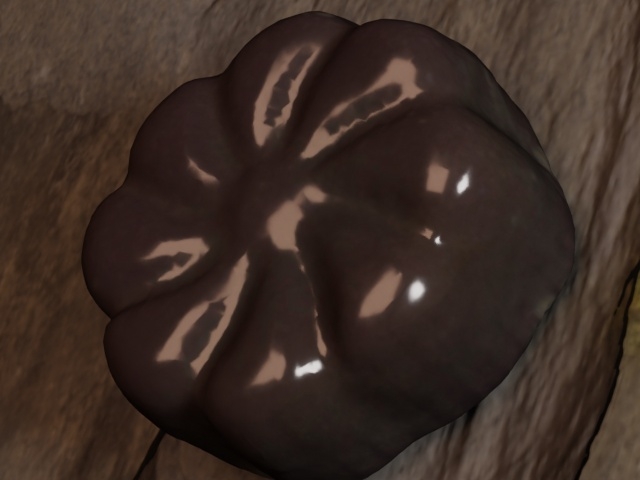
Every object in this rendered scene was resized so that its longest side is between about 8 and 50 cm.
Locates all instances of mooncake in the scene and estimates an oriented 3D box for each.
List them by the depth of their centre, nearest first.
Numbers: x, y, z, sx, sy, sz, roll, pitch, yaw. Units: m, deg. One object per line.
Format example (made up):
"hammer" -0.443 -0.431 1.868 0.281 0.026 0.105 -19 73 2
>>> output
"mooncake" 0.000 0.000 1.092 0.306 0.154 0.306 -13 63 26
